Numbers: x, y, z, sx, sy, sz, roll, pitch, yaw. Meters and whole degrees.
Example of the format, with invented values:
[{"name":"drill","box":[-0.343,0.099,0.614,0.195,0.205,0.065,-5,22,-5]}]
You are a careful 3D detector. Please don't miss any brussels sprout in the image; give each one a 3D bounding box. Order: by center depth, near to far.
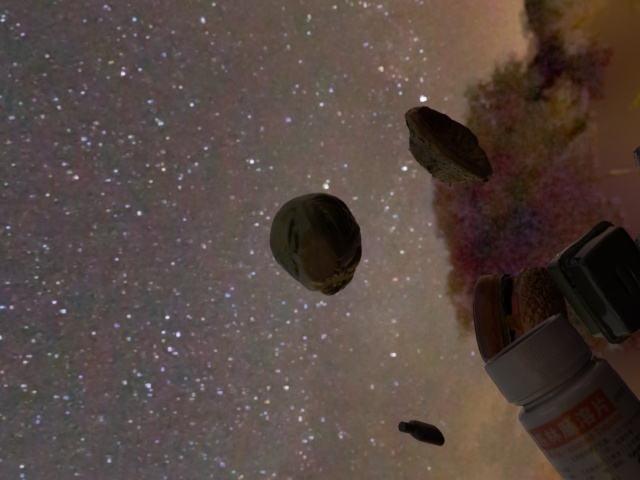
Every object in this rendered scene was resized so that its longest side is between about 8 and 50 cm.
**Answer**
[{"name":"brussels sprout","box":[0.000,0.000,1.967,0.344,0.268,0.344,35,-164,-11]}]

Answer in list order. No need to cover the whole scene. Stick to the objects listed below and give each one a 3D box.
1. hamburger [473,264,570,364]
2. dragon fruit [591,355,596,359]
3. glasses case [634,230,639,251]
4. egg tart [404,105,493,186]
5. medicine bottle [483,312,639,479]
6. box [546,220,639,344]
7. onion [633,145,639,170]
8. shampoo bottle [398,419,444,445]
[{"name":"hamburger","box":[0.593,0.239,1.896,0.330,0.250,0.330,-9,-90,-68]},{"name":"dragon fruit","box":[0.867,0.465,2.018,0.137,0.135,0.236,-24,-79,-66]},{"name":"glasses case","box":[0.867,0.018,1.673,0.109,0.067,0.282,51,-152,14]},{"name":"egg tart","box":[0.386,-0.282,2.029,0.341,0.132,0.341,27,-147,-19]},{"name":"medicine bottle","box":[0.507,0.342,1.255,0.372,0.211,0.211,54,-159,13]},{"name":"box","box":[0.775,0.114,1.743,0.291,0.220,0.166,55,166,0]},{"name":"onion","box":[0.711,-0.149,1.283,0.205,0.151,0.099,0,-109,-42]},{"name":"shampoo bottle","box":[0.300,0.573,1.943,0.165,0.040,0.080,23,-162,-34]}]
